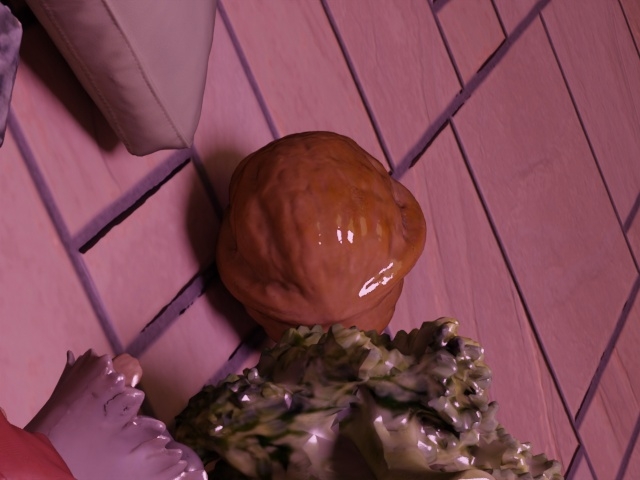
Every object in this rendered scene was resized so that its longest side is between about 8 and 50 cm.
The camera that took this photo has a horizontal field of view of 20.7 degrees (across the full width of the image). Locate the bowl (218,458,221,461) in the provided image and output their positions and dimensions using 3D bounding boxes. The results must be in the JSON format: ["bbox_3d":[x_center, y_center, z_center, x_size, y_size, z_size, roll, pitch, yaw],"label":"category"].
[{"bbox_3d":[0.061,0.211,1.224,0.287,0.144,0.287,40,42,-49],"label":"bowl"}]

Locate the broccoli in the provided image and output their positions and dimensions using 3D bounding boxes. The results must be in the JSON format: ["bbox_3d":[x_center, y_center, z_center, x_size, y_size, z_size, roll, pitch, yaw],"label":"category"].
[{"bbox_3d":[0.040,0.185,1.001,0.288,0.260,0.235,55,35,-1],"label":"broccoli"}]

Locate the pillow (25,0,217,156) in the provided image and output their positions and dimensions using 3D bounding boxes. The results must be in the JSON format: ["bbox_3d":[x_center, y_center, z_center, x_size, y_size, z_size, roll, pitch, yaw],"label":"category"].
[{"bbox_3d":[-0.141,-0.230,1.067,0.322,0.120,0.255,61,24,-59],"label":"pillow"}]

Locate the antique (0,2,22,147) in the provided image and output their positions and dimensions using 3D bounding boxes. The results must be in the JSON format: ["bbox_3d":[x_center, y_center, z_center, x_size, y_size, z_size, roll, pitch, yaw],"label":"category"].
[{"bbox_3d":[-0.235,-0.111,0.889,0.183,0.086,0.088,47,37,-44],"label":"antique"}]

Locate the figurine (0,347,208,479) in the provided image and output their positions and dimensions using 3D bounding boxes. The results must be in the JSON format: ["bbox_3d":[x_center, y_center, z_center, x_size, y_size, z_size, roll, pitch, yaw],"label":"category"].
[{"bbox_3d":[-0.170,0.142,0.804,0.207,0.166,0.387,-68,159,5],"label":"figurine"}]

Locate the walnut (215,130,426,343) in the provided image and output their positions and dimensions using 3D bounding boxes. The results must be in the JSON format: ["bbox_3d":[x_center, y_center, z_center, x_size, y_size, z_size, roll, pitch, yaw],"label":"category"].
[{"bbox_3d":[0.000,0.000,1.224,0.166,0.149,0.166,168,-90,-87],"label":"walnut"}]
